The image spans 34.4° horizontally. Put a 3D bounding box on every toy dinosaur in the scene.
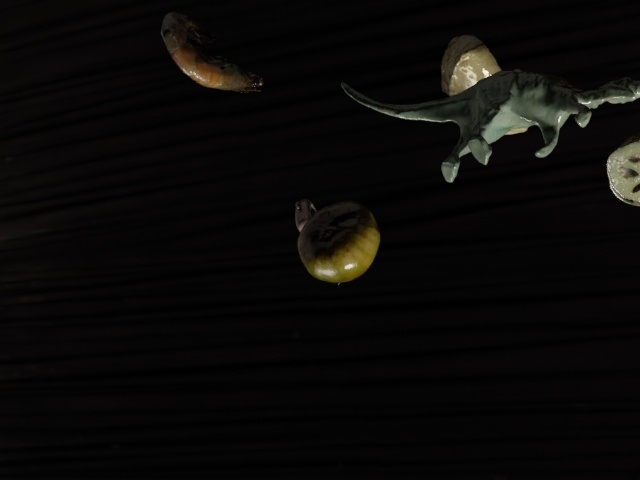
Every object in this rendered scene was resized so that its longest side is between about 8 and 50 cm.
[{"bbox_3d":[0.200,-0.156,1.308,0.205,0.392,0.092,-52,135,-33],"label":"toy dinosaur"}]

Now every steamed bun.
[{"bbox_3d":[0.298,-0.309,2.033,0.231,0.110,0.212,51,7,-31],"label":"steamed bun"}]

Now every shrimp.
[{"bbox_3d":[-0.183,-0.317,1.775,0.251,0.052,0.144,21,46,-59],"label":"shrimp"}]

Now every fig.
[{"bbox_3d":[0.033,0.001,1.696,0.153,0.135,0.121,-43,135,-37],"label":"fig"}]

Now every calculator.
[{"bbox_3d":[0.000,0.000,1.885,0.175,0.032,0.100,58,13,-24],"label":"calculator"}]

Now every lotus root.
[{"bbox_3d":[0.640,-0.151,1.961,0.204,0.183,0.078,66,33,-45],"label":"lotus root"}]
